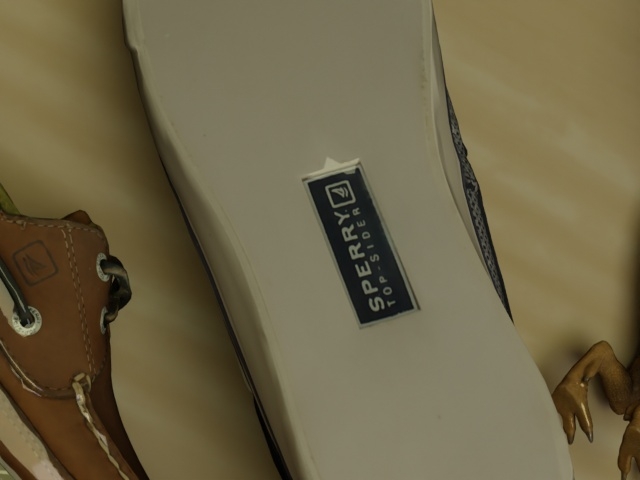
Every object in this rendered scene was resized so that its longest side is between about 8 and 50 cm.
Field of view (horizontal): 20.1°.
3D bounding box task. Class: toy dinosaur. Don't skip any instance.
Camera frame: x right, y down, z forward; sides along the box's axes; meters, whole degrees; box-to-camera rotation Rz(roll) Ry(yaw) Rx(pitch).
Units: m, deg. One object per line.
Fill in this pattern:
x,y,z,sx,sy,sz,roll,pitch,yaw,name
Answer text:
0.155,0.055,0.803,0.112,0.064,0.211,-21,101,-42,toy dinosaur

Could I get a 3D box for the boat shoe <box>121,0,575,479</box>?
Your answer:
0.000,0.000,0.723,0.127,0.158,0.340,-11,66,-8,boat shoe

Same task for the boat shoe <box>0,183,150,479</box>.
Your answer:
-0.119,0.027,0.681,0.104,0.111,0.307,-41,102,-13,boat shoe
